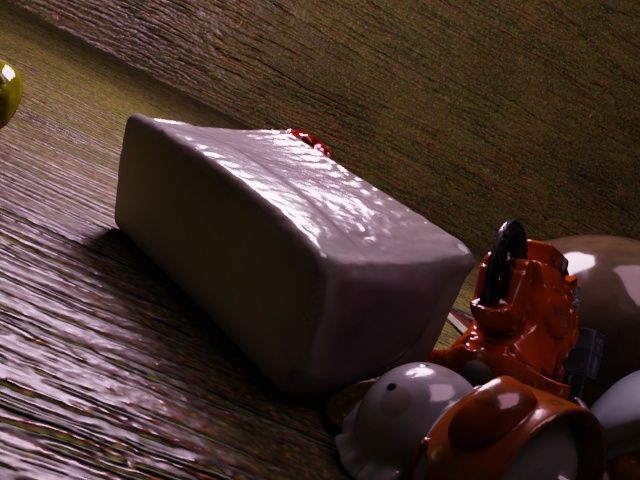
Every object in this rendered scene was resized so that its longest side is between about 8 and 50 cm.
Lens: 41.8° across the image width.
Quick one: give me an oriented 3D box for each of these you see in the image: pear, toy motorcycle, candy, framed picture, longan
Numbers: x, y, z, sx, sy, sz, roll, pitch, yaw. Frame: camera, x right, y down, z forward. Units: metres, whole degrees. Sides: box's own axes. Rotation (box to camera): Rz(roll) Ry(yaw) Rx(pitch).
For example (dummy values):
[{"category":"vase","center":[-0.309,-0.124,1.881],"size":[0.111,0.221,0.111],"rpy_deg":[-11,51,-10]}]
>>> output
[{"category":"pear","center":[-0.398,-0.171,0.985],"size":[0.092,0.092,0.097],"rpy_deg":[26,-32,-22]},{"category":"toy motorcycle","center":[0.214,0.112,0.882],"size":[0.147,0.221,0.325],"rpy_deg":[11,-7,30]},{"category":"candy","center":[-0.043,-0.001,0.829],"size":[0.208,0.145,0.358],"rpy_deg":[1,26,-42]},{"category":"framed picture","center":[0.331,0.183,1.485],"size":[0.273,0.016,0.216],"rpy_deg":[25,10,-23]},{"category":"longan","center":[0.380,0.125,1.168],"size":[0.288,0.288,0.350],"rpy_deg":[26,4,-21]}]

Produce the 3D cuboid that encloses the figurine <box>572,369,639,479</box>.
[{"category":"figurine","center":[0.414,0.255,0.756],"size":[0.382,0.205,0.224],"rpy_deg":[39,5,38]}]

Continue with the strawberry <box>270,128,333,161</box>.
[{"category":"strawberry","center":[-0.061,-0.080,1.244],"size":[0.234,0.178,0.234],"rpy_deg":[32,3,-2]}]

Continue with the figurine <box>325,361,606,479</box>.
[{"category":"figurine","center":[0.104,0.159,0.605],"size":[0.143,0.143,0.271],"rpy_deg":[24,-15,-30]}]
